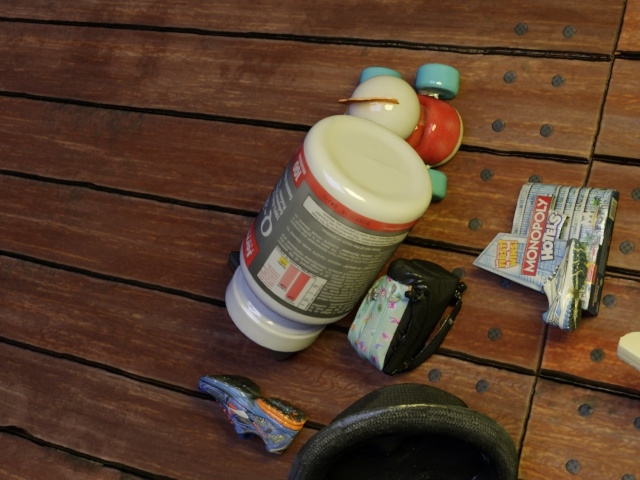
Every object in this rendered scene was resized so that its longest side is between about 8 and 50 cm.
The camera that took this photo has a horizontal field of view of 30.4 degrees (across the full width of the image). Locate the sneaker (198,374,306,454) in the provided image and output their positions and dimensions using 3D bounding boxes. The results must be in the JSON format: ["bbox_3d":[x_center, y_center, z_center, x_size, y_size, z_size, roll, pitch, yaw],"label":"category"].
[{"bbox_3d":[-0.129,0.288,1.978,0.221,0.083,0.087,25,98,36],"label":"sneaker"}]

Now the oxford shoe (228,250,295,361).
[{"bbox_3d":[-0.109,0.112,2.015,0.096,0.083,0.227,-47,55,21],"label":"oxford shoe"}]

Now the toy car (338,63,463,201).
[{"bbox_3d":[0.095,-0.197,1.886,0.210,0.238,0.219,2,77,31],"label":"toy car"}]

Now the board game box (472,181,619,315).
[{"bbox_3d":[0.338,0.004,1.792,0.194,0.060,0.194,7,80,31],"label":"board game box"}]

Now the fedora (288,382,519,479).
[{"bbox_3d":[0.119,0.315,1.748,0.334,0.334,0.152,-33,29,19],"label":"fedora"}]

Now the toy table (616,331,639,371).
[{"bbox_3d":[0.531,0.164,1.532,0.161,0.252,0.274,-33,39,-29],"label":"toy table"}]

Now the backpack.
[{"bbox_3d":[0.128,0.119,1.847,0.115,0.152,0.182,37,109,38],"label":"backpack"}]

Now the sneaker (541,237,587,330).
[{"bbox_3d":[0.347,0.061,1.706,0.058,0.052,0.135,4,79,35],"label":"sneaker"}]

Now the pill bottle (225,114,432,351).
[{"bbox_3d":[0.000,0.000,1.822,0.210,0.210,0.363,59,134,29],"label":"pill bottle"}]
